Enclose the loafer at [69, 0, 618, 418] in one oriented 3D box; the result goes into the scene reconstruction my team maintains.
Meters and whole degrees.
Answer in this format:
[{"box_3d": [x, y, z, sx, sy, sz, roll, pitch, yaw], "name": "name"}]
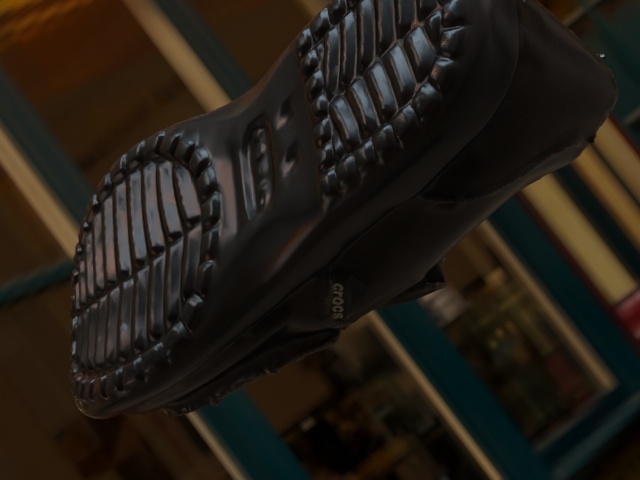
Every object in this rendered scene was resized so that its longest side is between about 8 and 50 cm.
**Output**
[{"box_3d": [0.000, 0.000, 0.549, 0.078, 0.080, 0.220, 15, -30, -32], "name": "loafer"}]
